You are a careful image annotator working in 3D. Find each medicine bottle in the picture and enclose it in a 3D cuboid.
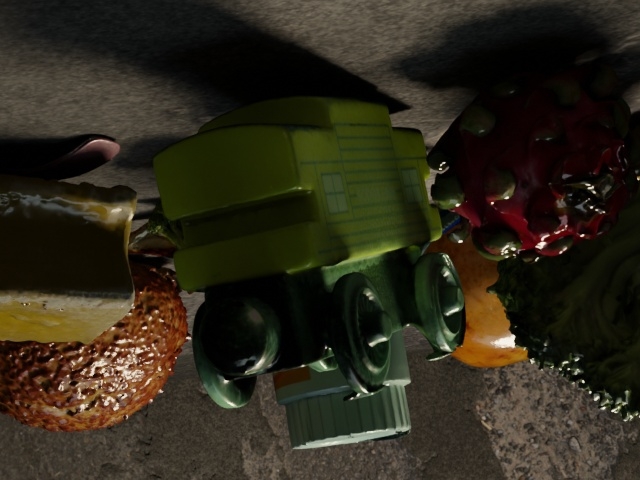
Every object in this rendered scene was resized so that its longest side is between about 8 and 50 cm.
[{"bbox_3d":[0.011,0.077,1.666,0.158,0.318,0.158,-9,168,-2],"label":"medicine bottle"}]

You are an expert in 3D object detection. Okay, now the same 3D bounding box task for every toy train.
[{"bbox_3d":[0.000,0.000,1.338,0.179,0.272,0.442,-12,179,21],"label":"toy train"}]

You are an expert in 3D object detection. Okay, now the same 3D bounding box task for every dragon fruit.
[{"bbox_3d":[0.222,-0.078,1.405,0.198,0.218,0.273,27,-156,23],"label":"dragon fruit"}]

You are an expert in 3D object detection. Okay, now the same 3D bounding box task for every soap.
[{"bbox_3d":[-0.391,0.019,1.483,0.339,0.169,0.304,6,163,-25],"label":"soap"}]

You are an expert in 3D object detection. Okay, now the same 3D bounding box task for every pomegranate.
[{"bbox_3d":[0.249,0.062,2.032,0.248,0.248,0.248,-8,169,-2],"label":"pomegranate"}]

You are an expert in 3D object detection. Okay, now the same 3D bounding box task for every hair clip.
[{"bbox_3d":[-0.266,-0.077,1.450,0.137,0.022,0.054,-13,167,25],"label":"hair clip"}]

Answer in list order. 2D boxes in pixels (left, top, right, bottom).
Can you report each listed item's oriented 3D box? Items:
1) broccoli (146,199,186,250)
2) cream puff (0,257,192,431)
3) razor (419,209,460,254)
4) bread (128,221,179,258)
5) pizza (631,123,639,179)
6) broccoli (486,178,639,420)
[{"bbox_3d":[-0.107,-0.032,1.531,0.162,0.138,0.145,2,131,7],"label":"broccoli"},{"bbox_3d":[-0.350,0.157,2.055,0.350,0.228,0.350,-6,167,-2],"label":"cream puff"},{"bbox_3d":[0.150,-0.015,1.654,0.093,0.056,0.324,-1,-147,35],"label":"razor"},{"bbox_3d":[-0.107,-0.003,1.801,0.269,0.095,0.139,14,157,-28],"label":"bread"},{"bbox_3d":[0.483,-0.110,1.710,0.435,0.080,0.392,-9,169,-2],"label":"pizza"},{"bbox_3d":[0.357,-0.026,1.530,0.353,0.397,0.275,30,-173,38],"label":"broccoli"}]
